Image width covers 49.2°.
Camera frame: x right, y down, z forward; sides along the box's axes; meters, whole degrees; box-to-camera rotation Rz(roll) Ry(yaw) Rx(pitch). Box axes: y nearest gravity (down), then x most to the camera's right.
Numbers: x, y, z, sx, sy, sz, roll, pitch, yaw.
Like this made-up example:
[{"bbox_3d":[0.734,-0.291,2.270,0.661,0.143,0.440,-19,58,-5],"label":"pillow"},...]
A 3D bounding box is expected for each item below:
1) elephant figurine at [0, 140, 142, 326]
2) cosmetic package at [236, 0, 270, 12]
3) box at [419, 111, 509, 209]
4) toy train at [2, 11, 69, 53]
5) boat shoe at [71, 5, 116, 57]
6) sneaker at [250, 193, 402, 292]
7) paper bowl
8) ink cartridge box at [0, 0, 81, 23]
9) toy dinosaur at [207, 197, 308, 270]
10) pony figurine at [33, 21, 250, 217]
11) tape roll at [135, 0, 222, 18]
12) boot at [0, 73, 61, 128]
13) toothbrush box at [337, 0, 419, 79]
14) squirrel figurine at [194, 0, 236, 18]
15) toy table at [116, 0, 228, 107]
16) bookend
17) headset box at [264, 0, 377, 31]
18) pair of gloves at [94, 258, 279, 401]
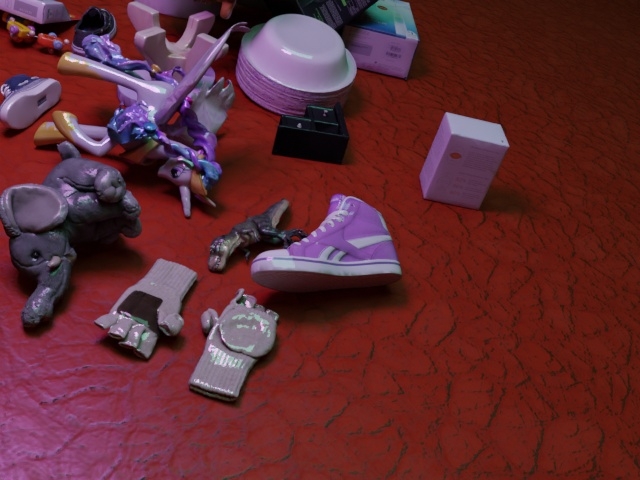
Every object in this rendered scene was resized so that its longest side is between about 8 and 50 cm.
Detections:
[{"bbox_3d":[-0.405,-0.017,1.052,0.186,0.169,0.239,14,43,45],"label":"elephant figurine"},{"bbox_3d":[-0.190,-0.734,1.973,0.238,0.107,0.127,-12,86,-64],"label":"cosmetic package"},{"bbox_3d":[0.303,-0.168,1.493,0.130,0.170,0.091,12,38,-9],"label":"box"},{"bbox_3d":[-0.658,-0.472,1.600,0.125,0.046,0.166,2,32,-43],"label":"toy train"},{"bbox_3d":[-0.542,-0.517,1.672,0.080,0.076,0.228,14,38,-5],"label":"boat shoe"},{"bbox_3d":[0.000,0.000,1.179,0.282,0.102,0.161,1,69,-36],"label":"sneaker"},{"bbox_3d":[-0.053,-0.431,1.676,0.284,0.148,0.284,11,47,-12],"label":"paper bowl"},{"bbox_3d":[-0.683,-0.568,1.653,0.181,0.056,0.224,19,23,0],"label":"ink cartridge box"},{"bbox_3d":[-0.087,-0.015,1.241,0.118,0.064,0.268,24,34,19],"label":"toy dinosaur"},{"bbox_3d":[-0.303,-0.250,1.316,0.364,0.303,0.351,23,70,2],"label":"pony figurine"},{"bbox_3d":[-0.403,-0.735,1.983,0.286,0.100,0.286,11,38,-9],"label":"tape roll"},{"bbox_3d":[-0.592,-0.273,1.364,0.086,0.069,0.190,13,29,5],"label":"boot"},{"bbox_3d":[0.153,-0.604,2.019,0.216,0.126,0.295,12,36,-8],"label":"toothbrush box"},{"bbox_3d":[-0.214,-0.649,1.645,0.397,0.281,0.370,-12,34,30],"label":"squirrel figurine"},{"bbox_3d":[-0.328,-0.407,1.552,0.252,0.160,0.274,21,36,4],"label":"toy table"},{"bbox_3d":[-0.028,-0.250,1.546,0.156,0.072,0.157,7,38,-13],"label":"bookend"},{"bbox_3d":[0.010,-0.660,1.879,0.283,0.131,0.246,-38,32,-8],"label":"headset box"},{"bbox_3d":[-0.186,0.120,1.044,0.240,0.042,0.204,25,38,8],"label":"pair of gloves"}]
